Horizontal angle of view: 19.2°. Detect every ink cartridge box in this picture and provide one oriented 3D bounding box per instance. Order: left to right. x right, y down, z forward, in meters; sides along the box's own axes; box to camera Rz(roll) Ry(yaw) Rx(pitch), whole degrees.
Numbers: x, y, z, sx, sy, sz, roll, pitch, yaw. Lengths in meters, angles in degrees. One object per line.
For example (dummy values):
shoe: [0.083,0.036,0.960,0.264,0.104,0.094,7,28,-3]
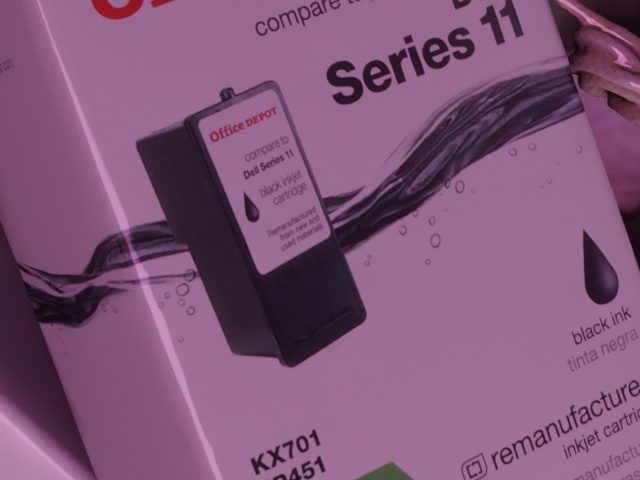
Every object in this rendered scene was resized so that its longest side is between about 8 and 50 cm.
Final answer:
ink cartridge box: [0.000,0.000,0.534,0.153,0.087,0.208,-24,97,-27]

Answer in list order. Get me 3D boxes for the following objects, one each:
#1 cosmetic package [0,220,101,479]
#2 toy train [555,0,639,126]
cosmetic package: [-0.065,0.104,0.617,0.085,0.117,0.231,-42,106,14]
toy train: [0.116,0.026,0.607,0.248,0.105,0.143,36,124,-9]
